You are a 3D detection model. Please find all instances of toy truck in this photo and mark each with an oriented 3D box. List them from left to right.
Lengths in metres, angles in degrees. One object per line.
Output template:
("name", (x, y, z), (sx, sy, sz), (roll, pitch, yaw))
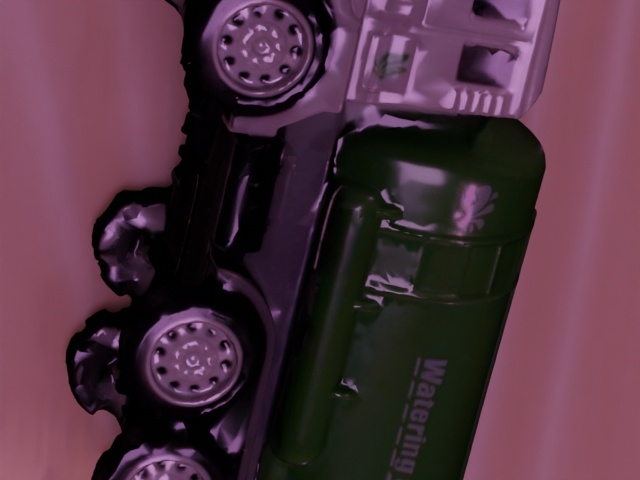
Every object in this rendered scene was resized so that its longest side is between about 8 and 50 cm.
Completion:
("toy truck", (0.000, 0.000, 0.579), (0.125, 0.101, 0.242), (7, 109, -15))
